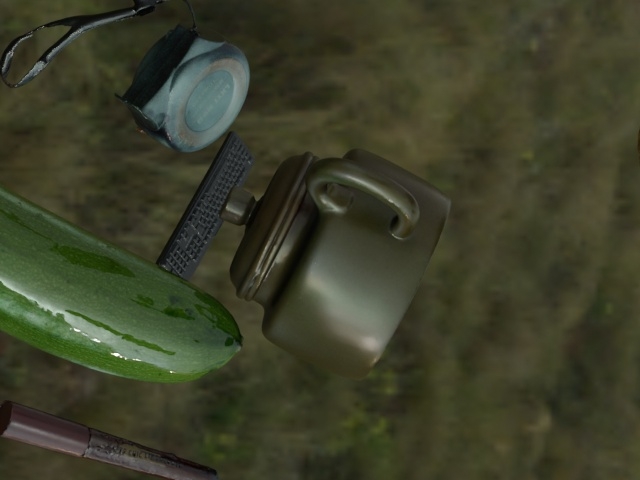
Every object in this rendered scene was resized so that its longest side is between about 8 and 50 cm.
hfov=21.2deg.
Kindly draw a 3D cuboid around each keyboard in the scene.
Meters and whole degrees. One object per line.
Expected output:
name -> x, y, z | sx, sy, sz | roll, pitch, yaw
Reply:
keyboard -> -0.105, -0.027, 1.591 | 0.155, 0.010, 0.053 | -63, 145, -20

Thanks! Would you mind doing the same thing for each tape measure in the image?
tape measure -> -0.150, -0.136, 1.341 | 0.104, 0.179, 0.107 | -67, 155, -14

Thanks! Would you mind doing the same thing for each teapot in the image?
teapot -> 0.000, 0.000, 1.446 | 0.268, 0.175, 0.186 | 122, -8, -61

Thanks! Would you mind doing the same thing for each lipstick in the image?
lipstick -> -0.151, 0.150, 1.231 | 0.176, 0.027, 0.027 | 21, 67, -31

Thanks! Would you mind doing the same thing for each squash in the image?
squash -> -0.248, 0.015, 1.366 | 0.107, 0.395, 0.107 | -60, -173, 13

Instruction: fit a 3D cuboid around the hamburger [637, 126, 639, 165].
hamburger -> 0.412, -0.096, 1.441 | 0.290, 0.314, 0.170 | -39, 150, -60
